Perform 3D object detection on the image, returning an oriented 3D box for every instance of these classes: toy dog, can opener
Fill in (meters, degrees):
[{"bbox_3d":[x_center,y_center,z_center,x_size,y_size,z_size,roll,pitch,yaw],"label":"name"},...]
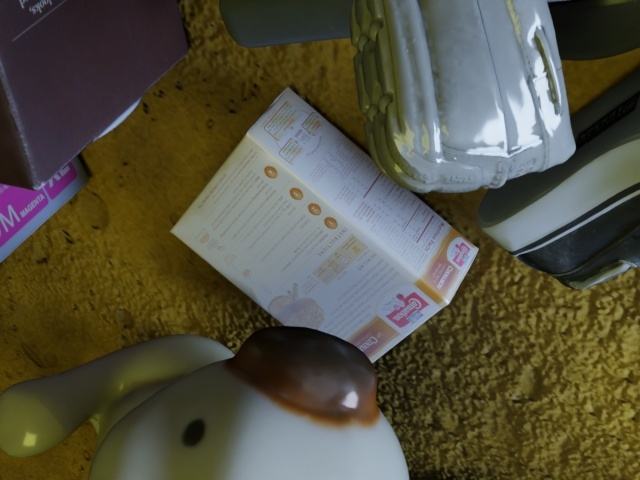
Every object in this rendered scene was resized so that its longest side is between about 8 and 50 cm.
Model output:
[{"bbox_3d":[-0.055,0.214,0.851,0.395,0.285,0.408,12,164,-1],"label":"toy dog"},{"bbox_3d":[0.068,-0.143,0.688,0.280,0.074,0.093,4,129,30],"label":"can opener"}]

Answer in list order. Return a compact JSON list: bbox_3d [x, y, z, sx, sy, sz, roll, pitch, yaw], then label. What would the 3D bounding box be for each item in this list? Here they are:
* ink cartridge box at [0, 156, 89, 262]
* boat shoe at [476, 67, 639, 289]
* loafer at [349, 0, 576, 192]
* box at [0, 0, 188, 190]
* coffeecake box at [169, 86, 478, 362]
[{"bbox_3d":[-0.312,-0.122,0.868,0.065,0.186,0.311,-1,125,37],"label":"ink cartridge box"},{"bbox_3d":[0.218,-0.043,0.653,0.105,0.113,0.306,39,140,-12],"label":"boat shoe"},{"bbox_3d":[0.066,-0.185,0.582,0.111,0.112,0.319,-8,96,-10],"label":"loafer"},{"bbox_3d":[-0.216,-0.243,0.700,0.143,0.191,0.381,10,130,26],"label":"box"},{"bbox_3d":[0.000,0.000,0.861,0.185,0.068,0.142,40,137,-5],"label":"coffeecake box"}]
